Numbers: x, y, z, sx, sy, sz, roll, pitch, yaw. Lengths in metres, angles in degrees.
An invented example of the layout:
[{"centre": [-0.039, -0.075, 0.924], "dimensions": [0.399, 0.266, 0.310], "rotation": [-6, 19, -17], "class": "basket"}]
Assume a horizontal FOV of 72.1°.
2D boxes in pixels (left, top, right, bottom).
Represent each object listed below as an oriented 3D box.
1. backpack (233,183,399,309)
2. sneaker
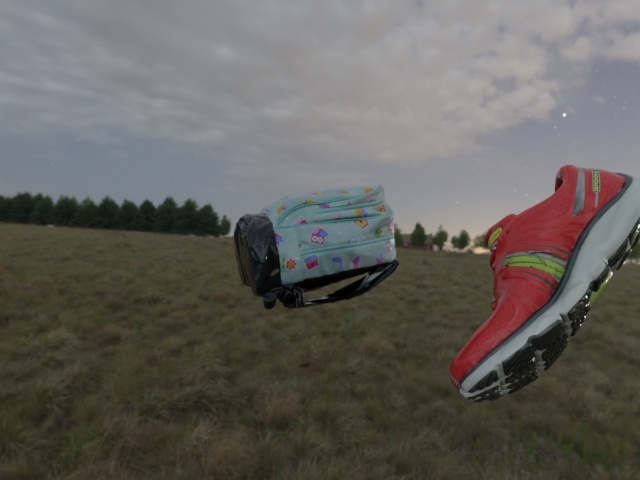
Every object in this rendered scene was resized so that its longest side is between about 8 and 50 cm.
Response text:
[{"centre": [0.000, 0.000, 0.498], "dimensions": [0.181, 0.115, 0.152], "rotation": [-11, 14, -17], "class": "backpack"}, {"centre": [0.209, 0.035, 0.439], "dimensions": [0.118, 0.279, 0.107], "rotation": [33, -17, 38], "class": "sneaker"}]
